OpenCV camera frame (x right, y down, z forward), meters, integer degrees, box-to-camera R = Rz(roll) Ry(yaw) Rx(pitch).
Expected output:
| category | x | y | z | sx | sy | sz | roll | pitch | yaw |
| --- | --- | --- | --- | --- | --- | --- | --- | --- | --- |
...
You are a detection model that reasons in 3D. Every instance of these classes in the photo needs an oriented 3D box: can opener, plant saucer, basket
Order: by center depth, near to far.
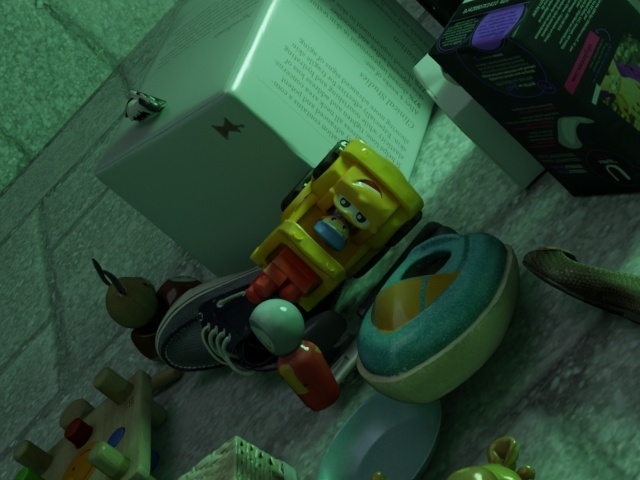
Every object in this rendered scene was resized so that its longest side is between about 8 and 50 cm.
| category | x | y | z | sx | sy | sz | roll | pitch | yaw |
| --- | --- | --- | --- | --- | --- | --- | --- | --- | --- |
| plant saucer | 0.075 | 0.247 | 1.655 | 0.195 | 0.037 | 0.195 | -39 | 27 | 24 |
| basket | -0.120 | 0.333 | 1.780 | 0.167 | 0.103 | 0.113 | -38 | 27 | 21 |
| can opener | 0.069 | 0.084 | 1.853 | 0.280 | 0.093 | 0.074 | -46 | 23 | -5 |

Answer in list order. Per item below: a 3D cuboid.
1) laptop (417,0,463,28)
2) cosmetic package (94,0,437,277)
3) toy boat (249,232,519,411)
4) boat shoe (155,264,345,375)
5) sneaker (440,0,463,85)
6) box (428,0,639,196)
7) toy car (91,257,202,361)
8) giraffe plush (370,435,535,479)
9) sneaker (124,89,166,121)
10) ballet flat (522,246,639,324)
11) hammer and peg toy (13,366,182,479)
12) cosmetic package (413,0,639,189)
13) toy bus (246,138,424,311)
| category | x | y | z | sx | sy | sz | roll | pitch | yaw |
| --- | --- | --- | --- | --- | --- | --- | --- | --- | --- |
| laptop | 0.140 | -0.509 | 2.237 | 0.236 | 0.382 | 0.408 | -14 | 42 | 53 |
| cosmetic package | -0.063 | -0.192 | 2.179 | 0.327 | 0.329 | 0.393 | -25 | 33 | 42 |
| toy boat | 0.070 | 0.094 | 1.676 | 0.318 | 0.148 | 0.267 | -23 | 20 | 29 |
| boat shoe | -0.123 | 0.130 | 2.048 | 0.340 | 0.127 | 0.158 | -32 | 22 | 32 |
| sneaker | 0.198 | -0.281 | 1.782 | 0.235 | 0.094 | 0.153 | -57 | 27 | -13 |
| box | 0.286 | -0.187 | 1.648 | 0.165 | 0.270 | 0.143 | -1 | 53 | 59 |
| toy car | -0.281 | 0.088 | 2.309 | 0.149 | 0.188 | 0.155 | -53 | 24 | -8 |
| giraffe plush | 0.131 | 0.279 | 1.406 | 0.170 | 0.181 | 0.210 | -27 | -4 | 21 |
| sneaker | -0.247 | -0.185 | 2.044 | 0.043 | 0.040 | 0.109 | -69 | 22 | 0 |
| ballet flat | 0.300 | 0.044 | 1.511 | 0.250 | 0.084 | 0.058 | 26 | 92 | 60 |
| hammer and peg toy | -0.342 | 0.305 | 2.167 | 0.266 | 0.127 | 0.361 | -41 | 25 | 17 |
| cosmetic package | 0.320 | -0.275 | 1.869 | 0.385 | 0.156 | 0.217 | -45 | 24 | 12 |
| toy bus | 0.000 | 0.000 | 1.864 | 0.211 | 0.149 | 0.220 | -46 | 1 | -32 |
